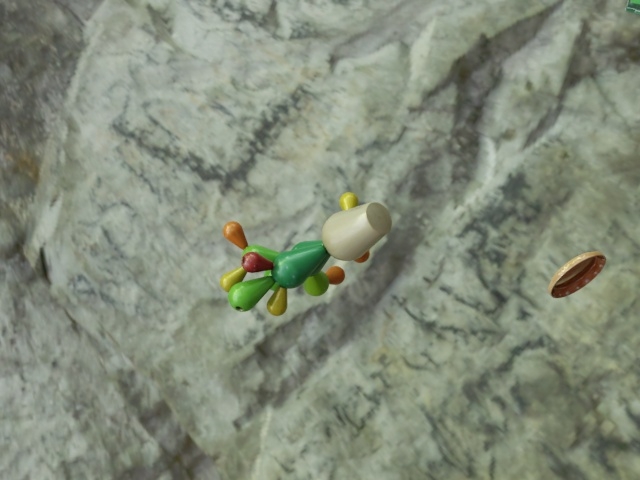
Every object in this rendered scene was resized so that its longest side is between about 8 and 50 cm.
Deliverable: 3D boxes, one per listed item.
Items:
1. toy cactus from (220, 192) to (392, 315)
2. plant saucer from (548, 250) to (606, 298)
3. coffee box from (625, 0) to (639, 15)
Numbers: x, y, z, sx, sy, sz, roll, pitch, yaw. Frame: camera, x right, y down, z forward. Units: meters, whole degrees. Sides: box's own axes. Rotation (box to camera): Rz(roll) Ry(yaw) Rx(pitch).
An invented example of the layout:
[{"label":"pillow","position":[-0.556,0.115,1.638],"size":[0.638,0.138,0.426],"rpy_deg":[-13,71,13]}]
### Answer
[{"label":"toy cactus","position":[0.000,0.000,1.063],"size":[0.219,0.180,0.112],"rpy_deg":[-17,-99,-44]},{"label":"plant saucer","position":[0.323,0.042,1.322],"size":[0.084,0.013,0.083],"rpy_deg":[-23,-30,-15]},{"label":"coffee box","position":[0.385,-0.203,0.945],"size":[0.184,0.113,0.040],"rpy_deg":[8,-73,-15]}]
